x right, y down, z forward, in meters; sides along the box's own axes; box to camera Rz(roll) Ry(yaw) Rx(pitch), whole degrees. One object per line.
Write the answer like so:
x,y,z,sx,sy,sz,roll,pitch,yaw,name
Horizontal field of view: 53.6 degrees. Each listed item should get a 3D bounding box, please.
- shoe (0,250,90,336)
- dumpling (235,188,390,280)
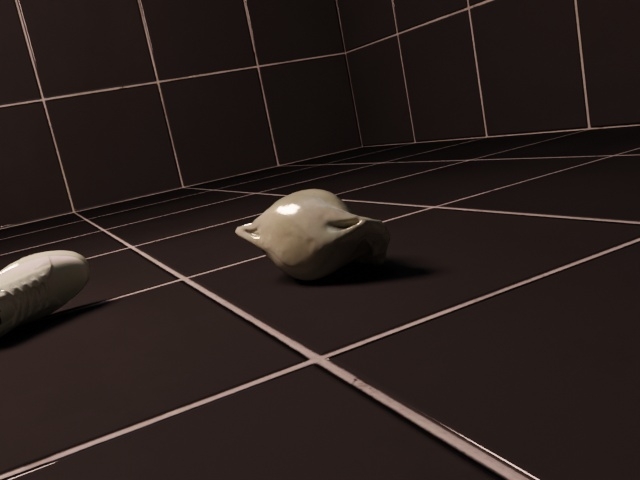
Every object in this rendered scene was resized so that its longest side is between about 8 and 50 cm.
-0.436,0.093,0.875,0.265,0.095,0.110,-24,22,-31,shoe
0.000,0.000,0.875,0.229,0.124,0.151,4,-19,35,dumpling
